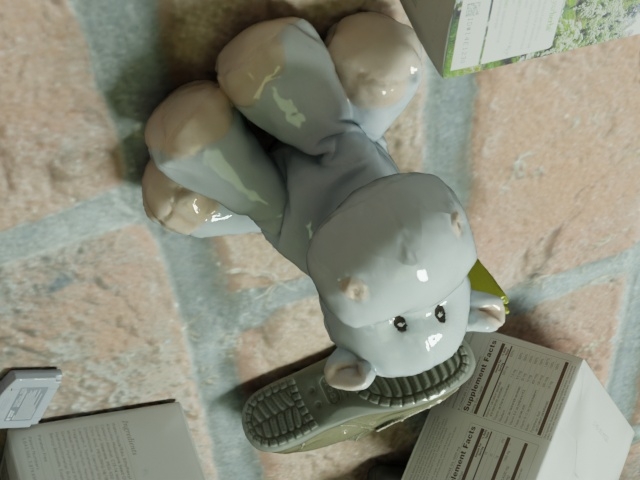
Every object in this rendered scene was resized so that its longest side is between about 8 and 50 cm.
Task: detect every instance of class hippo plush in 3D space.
[{"bbox_3d":[0.000,0.000,1.032,0.234,0.237,0.294,-17,146,-10],"label":"hippo plush"}]

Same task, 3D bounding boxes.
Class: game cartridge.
[{"bbox_3d":[-0.280,0.148,1.273,0.056,0.017,0.083,-1,141,-36],"label":"game cartridge"}]

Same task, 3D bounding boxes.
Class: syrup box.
[{"bbox_3d":[0.184,-0.204,0.985,0.236,0.096,0.093,-15,148,-13],"label":"syrup box"}]

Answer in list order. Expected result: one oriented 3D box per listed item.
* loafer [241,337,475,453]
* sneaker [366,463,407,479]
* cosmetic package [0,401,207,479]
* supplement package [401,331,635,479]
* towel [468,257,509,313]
[{"bbox_3d":[0.041,0.158,1.429,0.251,0.094,0.087,-18,158,0],"label":"loafer"},{"bbox_3d":[0.196,0.295,1.700,0.286,0.109,0.130,10,94,-18],"label":"sneaker"},{"bbox_3d":[-0.217,0.274,1.363,0.183,0.151,0.151,-7,144,-24],"label":"cosmetic package"},{"bbox_3d":[0.225,0.246,1.516,0.262,0.145,0.204,46,64,-55],"label":"supplement package"},{"bbox_3d":[0.093,0.041,1.193,0.102,0.237,0.021,-24,105,0],"label":"towel"}]
